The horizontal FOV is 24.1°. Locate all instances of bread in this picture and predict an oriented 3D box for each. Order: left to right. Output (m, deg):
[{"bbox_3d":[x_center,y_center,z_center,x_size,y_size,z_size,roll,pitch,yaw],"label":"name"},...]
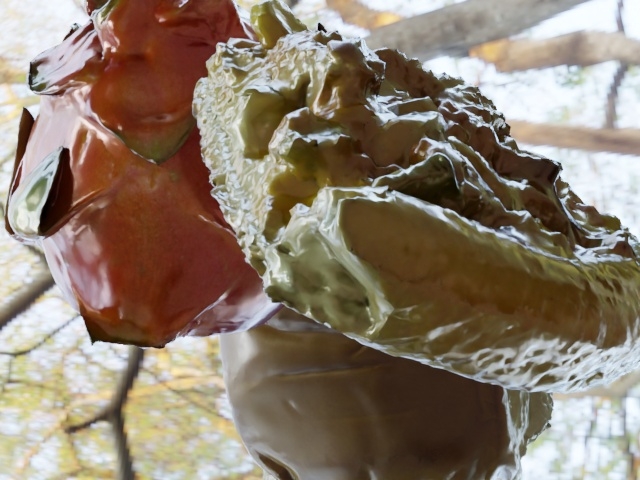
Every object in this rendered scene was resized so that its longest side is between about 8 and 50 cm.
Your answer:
[{"bbox_3d":[0.060,0.104,1.354,0.279,0.225,0.250,-8,-84,11],"label":"bread"}]

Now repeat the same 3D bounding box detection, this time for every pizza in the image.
[{"bbox_3d":[0.080,0.003,0.658,0.268,0.258,0.087,28,-73,-24],"label":"pizza"}]

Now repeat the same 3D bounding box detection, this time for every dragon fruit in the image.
[{"bbox_3d":[-0.091,-0.053,0.925,0.224,0.224,0.227,5,-87,-32],"label":"dragon fruit"}]
